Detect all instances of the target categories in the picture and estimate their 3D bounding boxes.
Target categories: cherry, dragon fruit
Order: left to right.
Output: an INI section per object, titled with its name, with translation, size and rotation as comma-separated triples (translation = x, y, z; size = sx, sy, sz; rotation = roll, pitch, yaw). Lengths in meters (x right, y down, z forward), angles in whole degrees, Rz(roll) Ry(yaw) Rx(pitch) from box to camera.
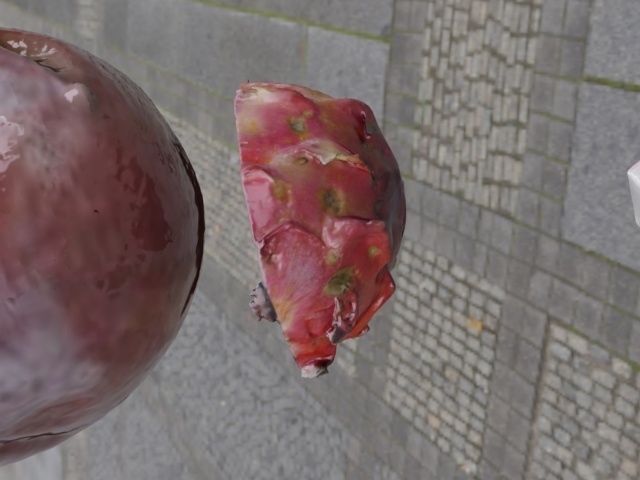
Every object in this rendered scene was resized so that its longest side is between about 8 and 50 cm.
[cherry]
translation = -0.178, 0.003, 0.515
size = 0.307, 0.261, 0.221
rotation = -25, 87, 46
[dragon fruit]
translation = 0.010, 0.001, 0.869
size = 0.161, 0.126, 0.274
rotation = -76, -25, -64

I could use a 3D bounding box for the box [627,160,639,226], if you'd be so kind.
[box]
translation = 0.213, 0.010, 0.526
size = 0.125, 0.043, 0.089
rotation = 56, -173, 26
